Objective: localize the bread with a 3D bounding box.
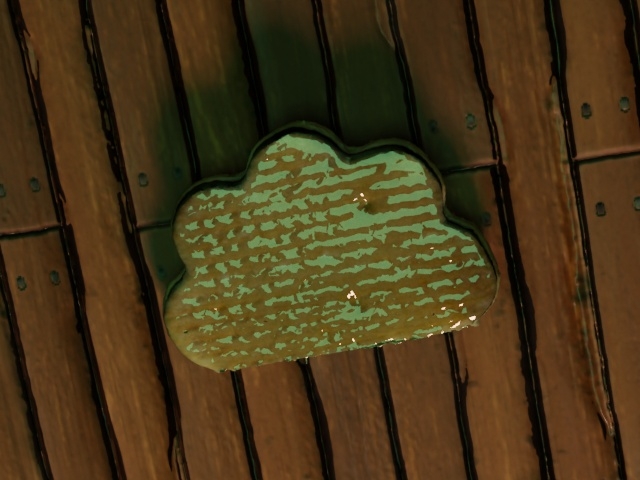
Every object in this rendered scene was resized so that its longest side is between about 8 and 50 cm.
[{"bbox_3d":[0.000,0.000,1.362,0.287,0.056,0.207,-7,106,8],"label":"bread"}]
